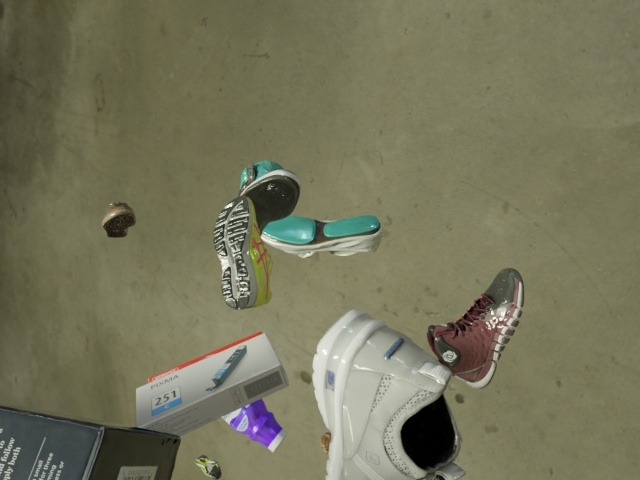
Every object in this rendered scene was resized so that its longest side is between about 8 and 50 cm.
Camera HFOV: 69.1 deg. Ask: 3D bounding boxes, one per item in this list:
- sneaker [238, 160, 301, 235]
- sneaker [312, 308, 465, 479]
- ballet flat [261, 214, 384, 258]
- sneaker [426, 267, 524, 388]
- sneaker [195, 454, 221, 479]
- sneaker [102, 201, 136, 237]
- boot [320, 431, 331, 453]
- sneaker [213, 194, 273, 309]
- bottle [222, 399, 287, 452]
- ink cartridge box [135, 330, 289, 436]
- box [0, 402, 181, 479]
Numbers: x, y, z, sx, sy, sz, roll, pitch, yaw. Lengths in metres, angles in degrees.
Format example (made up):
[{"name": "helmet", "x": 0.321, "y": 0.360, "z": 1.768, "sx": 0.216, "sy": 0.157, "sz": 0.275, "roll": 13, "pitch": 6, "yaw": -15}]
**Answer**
[{"name": "sneaker", "x": -0.114, "y": -0.118, "z": 1.048, "sx": 0.295, "sy": 0.123, "sz": 0.178, "roll": -36, "pitch": 33, "yaw": 51}, {"name": "sneaker", "x": 0.070, "y": 0.197, "z": 0.414, "sx": 0.115, "sy": 0.105, "sz": 0.281, "roll": 17, "pitch": 135, "yaw": 40}, {"name": "ballet flat", "x": 0.000, "y": 0.000, "z": 1.465, "sx": 0.400, "sy": 0.139, "sz": 0.139, "roll": -2, "pitch": 94, "yaw": 10}, {"name": "sneaker", "x": 0.326, "y": 0.180, "z": 1.019, "sx": 0.162, "sy": 0.106, "sz": 0.281, "roll": 16, "pitch": 96, "yaw": -4}, {"name": "sneaker", "x": -0.232, "y": 0.486, "z": 0.989, "sx": 0.083, "sy": 0.031, "sz": 0.035, "roll": 9, "pitch": 126, "yaw": 48}, {"name": "sneaker", "x": -0.456, "y": -0.059, "z": 1.038, "sx": 0.188, "sy": 0.066, "sz": 0.071, "roll": -25, "pitch": 71, "yaw": 57}, {"name": "boot", "x": 0.054, "y": 0.635, "z": 1.452, "sx": 0.059, "sy": 0.085, "sz": 0.158, "roll": -5, "pitch": 126, "yaw": 36}, {"name": "sneaker", "x": -0.128, "y": 0.023, "z": 0.821, "sx": 0.081, "sy": 0.094, "sz": 0.209, "roll": -15, "pitch": 71, "yaw": 31}, {"name": "bottle", "x": -0.223, "y": 0.496, "z": 1.357, "sx": 0.283, "sy": 0.092, "sz": 0.118, "roll": 38, "pitch": 117, "yaw": 13}, {"name": "ink cartridge box", "x": -0.244, "y": 0.287, "z": 1.011, "sx": 0.261, "sy": 0.296, "sz": 0.066, "roll": -142, "pitch": 33, "yaw": -64}, {"name": "box", "x": -0.460, "y": 0.351, "z": 0.672, "sx": 0.395, "sy": 0.293, "sz": 0.212, "roll": 7, "pitch": 65, "yaw": 8}]
